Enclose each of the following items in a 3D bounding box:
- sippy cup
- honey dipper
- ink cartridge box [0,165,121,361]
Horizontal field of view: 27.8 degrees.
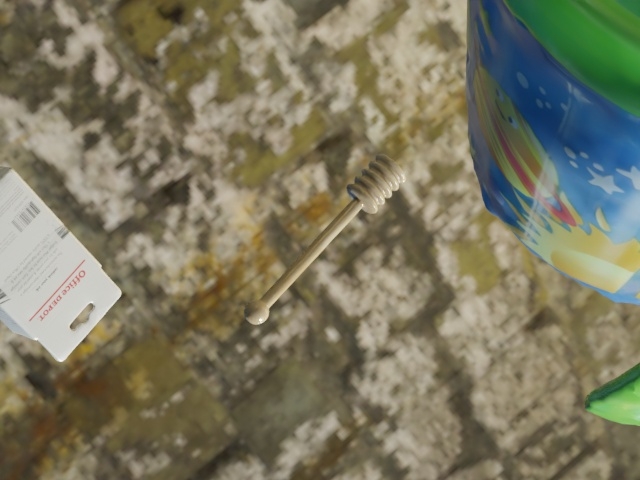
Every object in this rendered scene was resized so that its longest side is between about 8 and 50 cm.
[{"bbox_3d":[0.155,-0.088,0.516,0.240,0.305,0.224,44,159,17],"label":"sippy cup"},{"bbox_3d":[0.000,0.000,0.950,0.030,0.161,0.030,41,165,14],"label":"honey dipper"},{"bbox_3d":[-0.296,0.025,1.291,0.060,0.104,0.180,8,142,52],"label":"ink cartridge box"}]
